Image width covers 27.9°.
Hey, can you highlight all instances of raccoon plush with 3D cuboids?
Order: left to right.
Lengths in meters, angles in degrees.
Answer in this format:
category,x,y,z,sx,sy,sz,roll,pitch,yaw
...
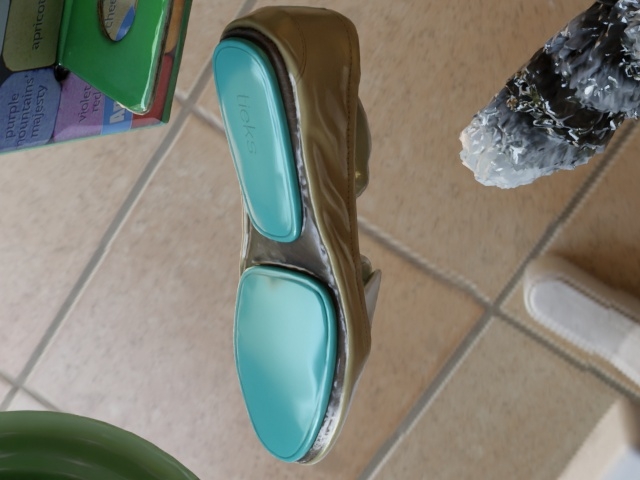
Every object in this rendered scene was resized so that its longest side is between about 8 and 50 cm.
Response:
category,x,y,z,sx,sy,sz,roll,pitch,yaw
raccoon plush,0.329,-0.089,0.811,0.299,0.216,0.446,51,145,7

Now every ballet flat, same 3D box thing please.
category,x,y,z,sx,sy,sz,roll,pitch,yaw
ballet flat,0.000,0.000,0.624,0.080,0.073,0.232,20,123,41

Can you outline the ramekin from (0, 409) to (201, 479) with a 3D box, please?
category,x,y,z,sx,sy,sz,roll,pitch,yaw
ramekin,-0.189,0.268,0.783,0.303,0.303,0.148,40,148,-5

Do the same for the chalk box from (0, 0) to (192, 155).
category,x,y,z,sx,sy,sz,roll,pitch,yaw
chalk box,-0.167,-0.149,0.597,0.289,0.179,0.180,26,114,25
